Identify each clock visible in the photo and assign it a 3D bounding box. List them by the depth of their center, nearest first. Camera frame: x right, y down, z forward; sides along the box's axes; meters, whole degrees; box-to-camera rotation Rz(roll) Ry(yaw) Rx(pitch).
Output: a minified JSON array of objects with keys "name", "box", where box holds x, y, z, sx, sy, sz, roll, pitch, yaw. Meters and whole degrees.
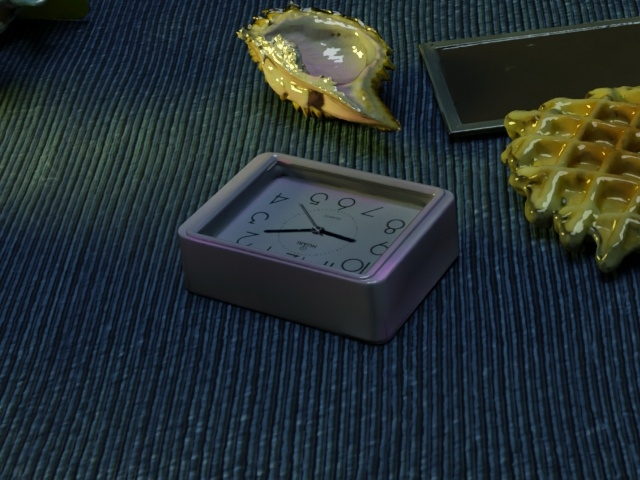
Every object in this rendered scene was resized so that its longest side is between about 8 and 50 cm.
[{"name":"clock","box":[0.000,0.000,1.259,0.197,0.063,0.150,14,39,28]}]

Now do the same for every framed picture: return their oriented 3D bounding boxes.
[{"name":"framed picture","box":[0.236,-0.166,1.513,0.252,0.014,0.197,-7,34,-2]}]

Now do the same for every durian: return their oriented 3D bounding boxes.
[{"name":"durian","box":[0.013,-0.151,1.479,0.140,0.078,0.224,-11,43,-29]}]

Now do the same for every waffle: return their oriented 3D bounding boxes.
[{"name":"waffle","box":[0.287,-0.065,1.318,0.250,0.056,0.261,-14,39,-12]}]

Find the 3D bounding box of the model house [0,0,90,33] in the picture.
[{"name":"model house","box":[-0.459,-0.242,1.610,0.358,0.242,0.313,7,52,16]}]
